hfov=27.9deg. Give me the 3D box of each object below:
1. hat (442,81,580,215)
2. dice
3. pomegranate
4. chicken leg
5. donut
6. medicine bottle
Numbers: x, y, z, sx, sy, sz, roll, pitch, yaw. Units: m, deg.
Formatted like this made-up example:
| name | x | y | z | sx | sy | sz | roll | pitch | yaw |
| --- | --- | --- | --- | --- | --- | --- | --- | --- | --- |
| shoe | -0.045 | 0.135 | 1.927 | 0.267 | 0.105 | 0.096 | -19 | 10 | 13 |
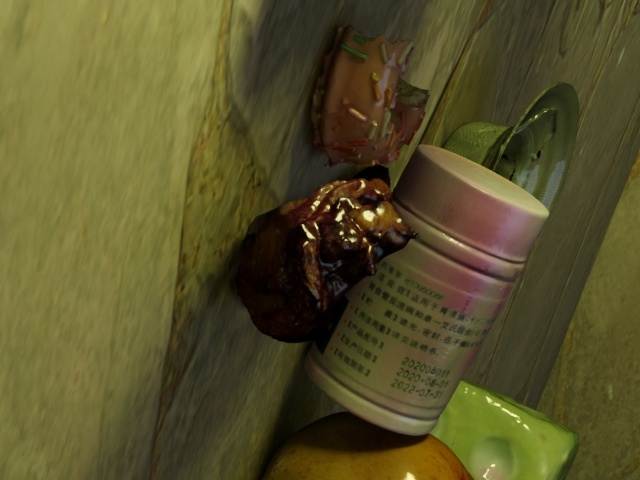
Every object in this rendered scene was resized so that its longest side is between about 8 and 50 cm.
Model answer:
| name | x | y | z | sx | sy | sz | roll | pitch | yaw |
| --- | --- | --- | --- | --- | --- | --- | --- | --- | --- |
| hat | 0.187 | -0.075 | 1.451 | 0.252 | 0.110 | 0.252 | -44 | 147 | -38 |
| dice | 0.179 | 0.312 | 1.698 | 0.254 | 0.250 | 0.252 | -64 | 161 | 0 |
| pomegranate | 0.043 | 0.303 | 1.341 | 0.264 | 0.264 | 0.264 | -53 | 158 | -32 |
| chicken leg | 0.000 | 0.000 | 1.040 | 0.158 | 0.096 | 0.407 | -44 | 180 | 10 |
| donut | 0.041 | -0.109 | 1.080 | 0.117 | 0.065 | 0.166 | -66 | 160 | 1 |
| medicine bottle | 0.103 | 0.048 | 1.274 | 0.254 | 0.152 | 0.152 | -63 | 163 | 13 |
